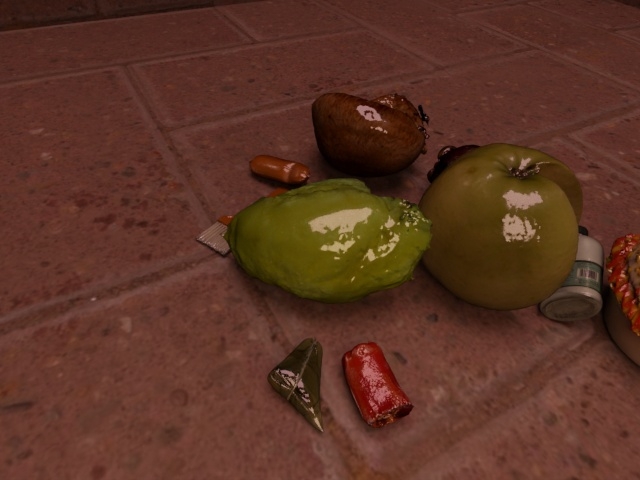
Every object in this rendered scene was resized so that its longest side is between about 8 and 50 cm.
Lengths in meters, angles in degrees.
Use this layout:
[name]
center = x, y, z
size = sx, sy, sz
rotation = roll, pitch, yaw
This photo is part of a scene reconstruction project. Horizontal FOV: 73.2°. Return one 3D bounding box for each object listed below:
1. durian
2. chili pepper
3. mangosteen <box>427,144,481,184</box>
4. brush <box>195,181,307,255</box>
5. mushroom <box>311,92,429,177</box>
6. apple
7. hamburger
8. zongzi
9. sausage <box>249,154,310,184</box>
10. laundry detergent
[durian]
center = 0.000, 0.000, 0.772
size = 0.340, 0.204, 0.255
rotation = -15, 32, -6
[chili pepper]
center = 0.079, 0.208, 0.637
size = 0.071, 0.073, 0.123
rotation = 25, 29, -43
[mangosteen]
center = 0.309, -0.146, 0.956
size = 0.153, 0.152, 0.152
rotation = 2, 44, -2
[brush]
center = -0.130, -0.072, 0.952
size = 0.090, 0.017, 0.314
rotation = 28, 48, 24
[mushroom]
center = 0.122, -0.247, 1.016
size = 0.284, 0.195, 0.263
rotation = -5, 8, -13
[apple]
center = 0.315, -0.027, 0.762
size = 0.292, 0.254, 0.291
rotation = 2, 41, -2
[hamburger]
center = 0.617, 0.108, 0.690
size = 0.295, 0.179, 0.276
rotation = 16, 45, 13
[zongzi]
center = -0.008, 0.211, 0.647
size = 0.113, 0.052, 0.104
rotation = 40, 48, 15
[sausage]
center = -0.095, -0.165, 1.012
size = 0.183, 0.054, 0.062
rotation = 16, 71, 27
[laundry detergent]
center = 0.475, 0.048, 0.809
size = 0.070, 0.099, 0.225
rotation = 44, 48, -10
